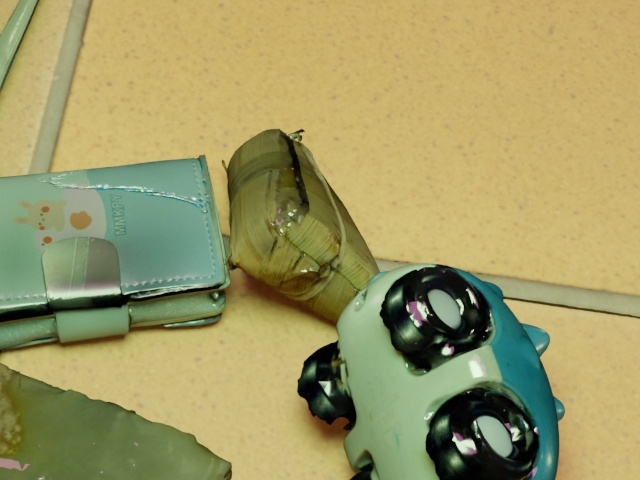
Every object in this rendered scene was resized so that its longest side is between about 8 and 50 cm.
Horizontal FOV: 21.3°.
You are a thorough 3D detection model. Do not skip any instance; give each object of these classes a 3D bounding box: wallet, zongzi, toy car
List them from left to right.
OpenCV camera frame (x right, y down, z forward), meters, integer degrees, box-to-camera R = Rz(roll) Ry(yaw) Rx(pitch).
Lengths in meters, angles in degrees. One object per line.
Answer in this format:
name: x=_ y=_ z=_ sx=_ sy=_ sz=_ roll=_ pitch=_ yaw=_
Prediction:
wallet: x=-0.215 y=0.006 z=1.527 sx=0.250 sy=0.075 sz=0.176 roll=-6 pitch=54 yaw=-10
zongzi: x=0.000 y=0.000 z=1.561 sx=0.197 sy=0.099 sz=0.194 roll=36 pitch=25 yaw=-28
toy car: x=0.113 y=0.143 z=1.416 sx=0.190 sy=0.188 sz=0.255 roll=4 pitch=55 yaw=-37

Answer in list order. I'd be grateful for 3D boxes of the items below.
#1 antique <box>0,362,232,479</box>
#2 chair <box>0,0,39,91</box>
antique: x=-0.225 y=0.191 z=1.370 sx=0.284 sy=0.125 sz=0.150 roll=26 pitch=53 yaw=11
chair: x=-0.389 y=-0.218 z=1.584 sx=0.203 sy=0.190 sz=0.275 roll=12 pitch=62 yaw=2
